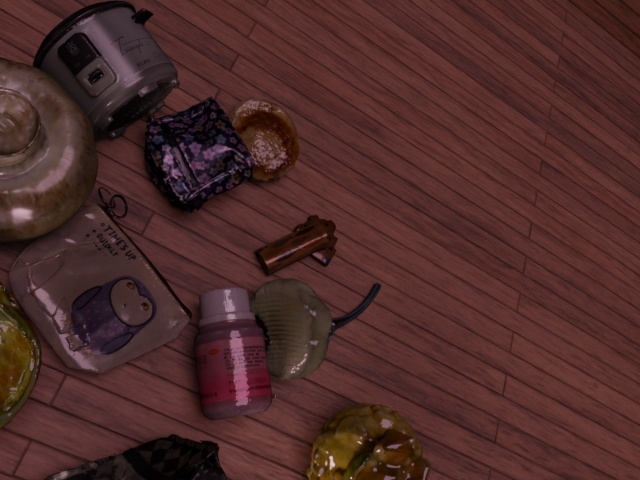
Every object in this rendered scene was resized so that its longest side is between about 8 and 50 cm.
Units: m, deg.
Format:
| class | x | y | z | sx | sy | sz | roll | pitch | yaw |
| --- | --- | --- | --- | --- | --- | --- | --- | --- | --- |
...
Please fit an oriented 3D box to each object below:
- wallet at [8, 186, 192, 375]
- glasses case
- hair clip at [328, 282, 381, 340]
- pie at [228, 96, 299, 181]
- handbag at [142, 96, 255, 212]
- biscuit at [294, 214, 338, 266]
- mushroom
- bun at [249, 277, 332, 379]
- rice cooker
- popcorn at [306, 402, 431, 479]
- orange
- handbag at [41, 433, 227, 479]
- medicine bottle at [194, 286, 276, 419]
| class | x | y | z | sx | sy | sz | roll | pitch | yaw |
| --- | --- | --- | --- | --- | --- | --- | --- | --- | --- |
| wallet | -0.423 | 0.090 | 1.173 | 0.275 | 0.068 | 0.335 | -38 | 94 | -36 |
| glasses case | -0.063 | 0.017 | 1.403 | 0.170 | 0.041 | 0.064 | -26 | 85 | -25 |
| hair clip | 0.071 | 0.167 | 1.442 | 0.229 | 0.039 | 0.070 | -28 | 87 | -38 |
| pie | -0.139 | -0.237 | 1.443 | 0.179 | 0.084 | 0.205 | 18 | 67 | -22 |
| handbag | -0.270 | -0.181 | 1.320 | 0.208 | 0.127 | 0.228 | -28 | 80 | -17 |
| biscuit | 0.000 | 0.000 | 1.470 | 0.119 | 0.019 | 0.130 | -11 | 78 | -31 |
| mushroom | -0.574 | -0.164 | 1.071 | 0.352 | 0.260 | 0.352 | 6 | 76 | -22 |
| bun | -0.061 | 0.183 | 1.294 | 0.126 | 0.204 | 0.212 | -4 | 108 | -55 |
| rice cooker | -0.436 | -0.353 | 1.232 | 0.280 | 0.241 | 0.227 | -36 | 96 | 11 |
| popcorn | 0.105 | 0.465 | 1.230 | 0.224 | 0.270 | 0.258 | -6 | 30 | -34 |
| orange | -0.609 | 0.167 | 0.968 | 0.262 | 0.196 | 0.334 | -40 | 89 | -19 |
| handbag | -0.360 | 0.450 | 0.924 | 0.416 | 0.317 | 0.180 | -15 | 86 | -32 |
| medicine bottle | -0.179 | 0.224 | 1.214 | 0.147 | 0.147 | 0.247 | -2 | 72 | -29 |
